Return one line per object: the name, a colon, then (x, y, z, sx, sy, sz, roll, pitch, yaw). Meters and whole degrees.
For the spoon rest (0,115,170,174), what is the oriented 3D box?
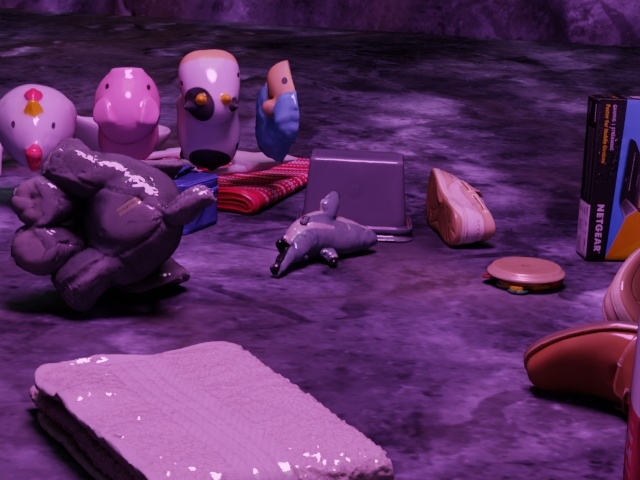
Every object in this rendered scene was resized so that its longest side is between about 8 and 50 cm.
spoon rest: (-0.318, -0.140, 2.190, 0.276, 0.084, 0.137, -12, 21, -42)

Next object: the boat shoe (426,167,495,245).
boat shoe: (0.161, -0.036, 1.933, 0.059, 0.063, 0.170, 3, 24, -10)

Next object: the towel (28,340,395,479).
towel: (-0.090, 0.135, 1.238, 0.187, 0.049, 0.282, -6, 17, -29)

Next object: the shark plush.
shark plush: (0.000, 0.000, 1.775, 0.067, 0.073, 0.161, 40, 22, 15)

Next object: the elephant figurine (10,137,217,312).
elephant figurine: (-0.199, -0.020, 1.647, 0.186, 0.169, 0.239, 35, 4, 8)

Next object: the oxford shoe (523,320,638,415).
oxford shoe: (0.257, 0.114, 1.356, 0.212, 0.076, 0.076, 0, 51, 31)

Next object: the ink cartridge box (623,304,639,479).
ink cartridge box: (0.336, 0.039, 1.170, 0.226, 0.306, 0.131, 5, 14, 10)

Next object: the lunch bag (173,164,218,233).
lunch bag: (-0.157, -0.050, 1.906, 0.067, 0.065, 0.098, 9, 16, 23)

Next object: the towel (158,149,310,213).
towel: (-0.123, -0.083, 2.113, 0.199, 0.031, 0.275, 8, 15, 17)

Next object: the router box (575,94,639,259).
router box: (0.355, -0.069, 1.846, 0.133, 0.179, 0.046, 1, 13, -8)

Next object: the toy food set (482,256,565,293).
toy food set: (0.210, 0.035, 1.735, 0.082, 0.020, 0.083, -4, 16, -23)

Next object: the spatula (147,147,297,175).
spatula: (-0.164, -0.097, 2.057, 0.168, 0.019, 0.242, 18, 20, 42)

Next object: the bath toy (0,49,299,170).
bath toy: (-0.202, -0.139, 1.934, 0.348, 0.151, 0.129, -5, 27, -6)

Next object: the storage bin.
storage bin: (0.041, -0.055, 1.915, 0.135, 0.091, 0.098, 4, 14, 2)

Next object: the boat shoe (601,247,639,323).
boat shoe: (0.321, 0.054, 1.556, 0.098, 0.109, 0.302, -35, -7, 32)
